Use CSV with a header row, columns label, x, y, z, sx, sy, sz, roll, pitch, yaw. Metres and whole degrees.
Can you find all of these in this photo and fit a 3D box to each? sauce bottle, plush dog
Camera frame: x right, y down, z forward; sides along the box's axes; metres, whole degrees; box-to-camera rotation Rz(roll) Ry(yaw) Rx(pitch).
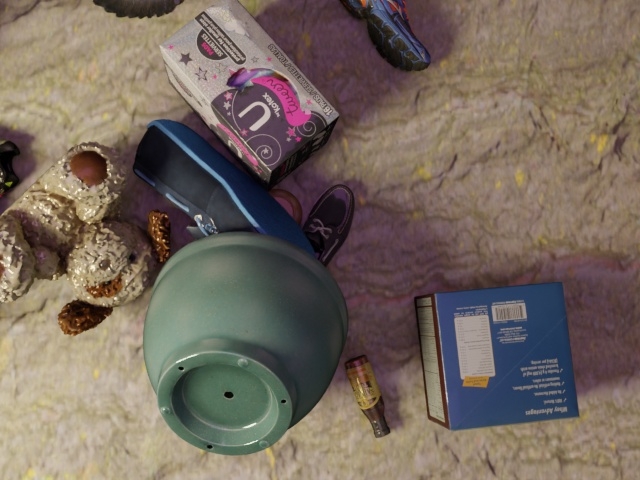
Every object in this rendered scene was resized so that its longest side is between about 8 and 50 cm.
label,x,y,z,sx,sy,sz,roll,pitch,yaw
sauce bottle,0.077,0.245,1.132,0.042,0.042,0.128,-22,85,-7
plush dog,-0.349,0.007,1.067,0.262,0.211,0.225,-47,109,-9

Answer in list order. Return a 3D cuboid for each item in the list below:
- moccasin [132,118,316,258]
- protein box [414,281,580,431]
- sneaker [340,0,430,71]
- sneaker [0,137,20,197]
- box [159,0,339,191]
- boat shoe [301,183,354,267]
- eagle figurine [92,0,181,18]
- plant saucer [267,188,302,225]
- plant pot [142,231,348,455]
label,x,y,z,sx,sy,sz,roll,pitch,yaw
moccasin,-0.150,-0.045,1.110,0.342,0.138,0.116,44,110,18
protein box,0.265,0.174,1.109,0.200,0.136,0.201,-5,84,-6
sneaker,0.115,-0.376,1.185,0.087,0.083,0.221,-37,90,-13
sneaker,-0.504,-0.084,1.102,0.075,0.063,0.170,6,79,1
box,-0.111,-0.218,1.102,0.142,0.163,0.247,-42,89,-10
boat shoe,0.000,0.000,1.139,0.075,0.065,0.206,28,82,-2
eagle figurine,-0.228,-0.506,1.135,0.299,0.225,0.226,-13,40,22
plant saucer,-0.070,-0.044,1.162,0.084,0.015,0.083,1,84,-6
plant pot,-0.112,0.160,0.977,0.293,0.196,0.292,2,119,4
